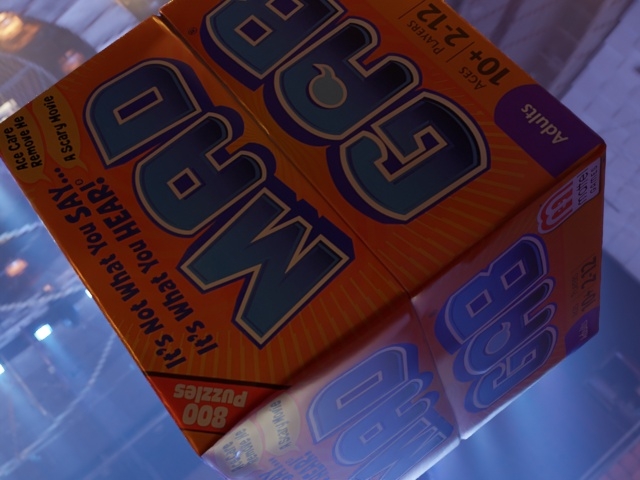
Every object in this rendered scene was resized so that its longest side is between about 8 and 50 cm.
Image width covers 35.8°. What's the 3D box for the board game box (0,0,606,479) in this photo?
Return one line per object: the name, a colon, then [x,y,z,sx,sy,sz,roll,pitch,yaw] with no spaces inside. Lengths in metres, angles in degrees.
board game box: [0.000,0.000,0.899,0.356,0.356,0.356,-37,-30,-6]
